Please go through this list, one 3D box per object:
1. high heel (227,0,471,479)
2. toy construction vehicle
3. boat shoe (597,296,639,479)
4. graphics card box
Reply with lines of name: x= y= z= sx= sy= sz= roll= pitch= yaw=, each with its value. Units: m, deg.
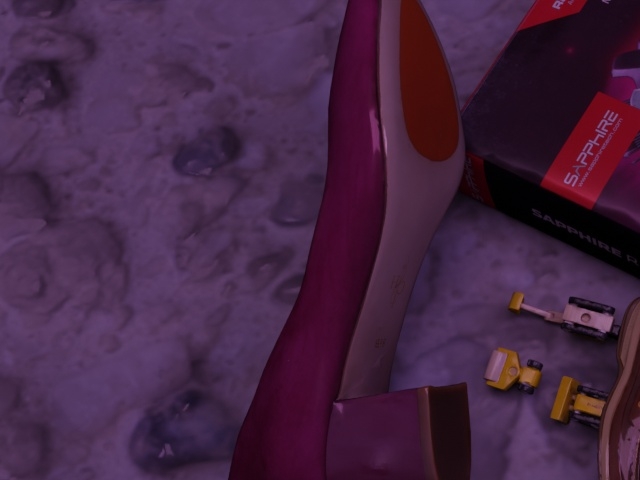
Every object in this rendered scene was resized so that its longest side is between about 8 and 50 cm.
high heel: x=0.000 y=0.000 z=1.151 sx=0.181 sy=0.127 sz=0.377 roll=-9 pitch=75 yaw=31
toy construction vehicle: x=0.169 y=0.084 z=1.168 sx=0.098 sy=0.035 sz=0.086 roll=13 pitch=79 yaw=22
boat shoe: x=0.227 y=0.115 z=1.107 sx=0.060 sy=0.064 sz=0.178 roll=-11 pitch=55 yaw=42
graphics card box: x=0.298 y=-0.067 z=1.175 sx=0.371 sy=0.094 sz=0.233 roll=29 pitch=74 yaw=24
